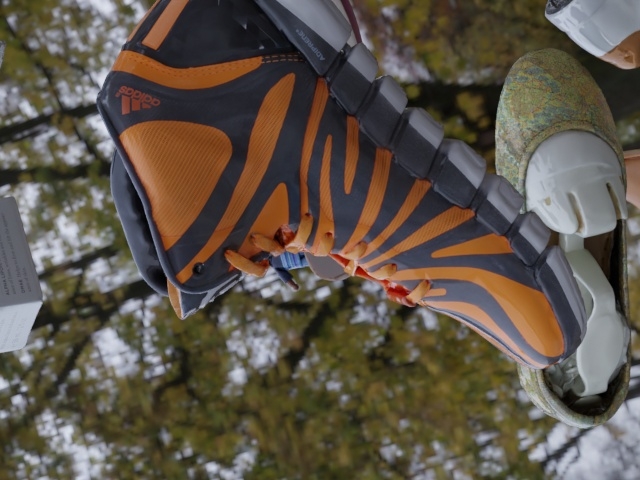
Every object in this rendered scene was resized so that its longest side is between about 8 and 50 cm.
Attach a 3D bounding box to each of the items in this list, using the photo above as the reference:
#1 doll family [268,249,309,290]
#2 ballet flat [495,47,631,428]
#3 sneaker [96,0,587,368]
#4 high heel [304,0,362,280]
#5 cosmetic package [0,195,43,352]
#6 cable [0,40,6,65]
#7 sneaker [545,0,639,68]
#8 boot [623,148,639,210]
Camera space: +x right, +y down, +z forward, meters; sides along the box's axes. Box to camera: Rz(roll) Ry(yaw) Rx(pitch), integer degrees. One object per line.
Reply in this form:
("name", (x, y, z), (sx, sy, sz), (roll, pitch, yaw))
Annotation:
("doll family", (-0.050, -0.034, 1.545), (0.076, 0.111, 0.193), (46, -148, -73))
("ballet flat", (0.227, 0.007, 1.083), (0.123, 0.123, 0.349), (-51, -42, -66))
("sneaker", (0.000, 0.000, 0.709), (0.321, 0.180, 0.124), (44, 164, -9))
("high heel", (0.009, -0.153, 1.329), (0.181, 0.127, 0.377), (-66, -22, -53))
("cosmetic package", (-0.460, 0.054, 1.506), (0.183, 0.151, 0.151), (-10, -115, -28))
("cable", (-0.474, -0.130, 1.301), (0.089, 0.257, 0.257), (34, -158, 17))
("sneaker", (0.341, -0.290, 1.167), (0.123, 0.290, 0.106), (38, 177, -15))
("boot", (0.497, -0.014, 1.707), (0.109, 0.283, 0.220), (29, -117, -73))
